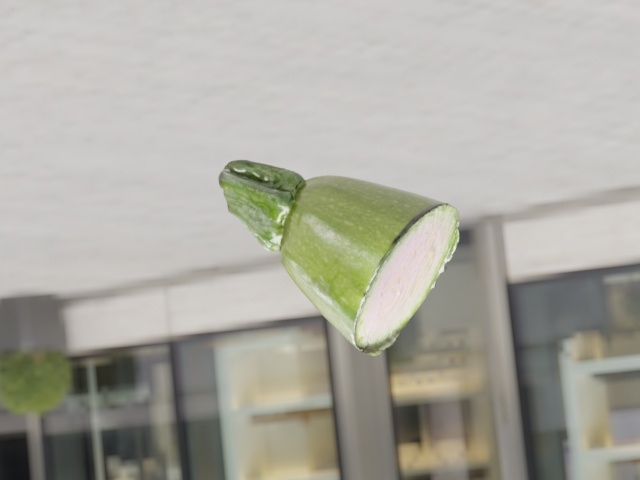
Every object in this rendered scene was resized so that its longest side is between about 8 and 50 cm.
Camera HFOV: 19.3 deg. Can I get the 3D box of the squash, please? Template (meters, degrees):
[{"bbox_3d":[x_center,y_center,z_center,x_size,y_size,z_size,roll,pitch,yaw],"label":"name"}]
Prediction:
[{"bbox_3d":[0.002,-0.006,1.139,0.132,0.105,0.105,30,-172,22],"label":"squash"}]
